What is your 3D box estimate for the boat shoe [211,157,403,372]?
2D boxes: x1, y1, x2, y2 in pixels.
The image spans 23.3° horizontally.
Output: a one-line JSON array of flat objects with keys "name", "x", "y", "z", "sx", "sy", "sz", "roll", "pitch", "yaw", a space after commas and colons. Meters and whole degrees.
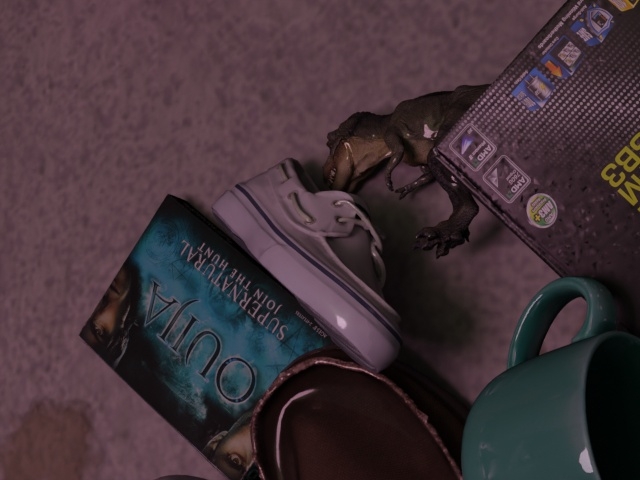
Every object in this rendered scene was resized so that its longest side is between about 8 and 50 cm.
[{"name": "boat shoe", "x": 0.000, "y": 0.000, "z": 0.967, "sx": 0.076, "sy": 0.083, "sz": 0.226, "roll": -44, "pitch": 36, "yaw": -3}]

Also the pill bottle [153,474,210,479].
[{"name": "pill bottle", "x": -0.135, "y": 0.310, "z": 0.947, "sx": 0.318, "sy": 0.176, "sz": 0.176, "roll": -48, "pitch": 57, "yaw": 13}]

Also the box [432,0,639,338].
[{"name": "box", "x": 0.193, "y": -0.056, "z": 0.878, "sx": 0.184, "sy": 0.045, "sz": 0.191, "roll": 46, "pitch": 103, "yaw": 12}]

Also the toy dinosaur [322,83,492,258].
[{"name": "toy dinosaur", "x": 0.108, "y": -0.054, "z": 0.963, "sx": 0.268, "sy": 0.064, "sz": 0.118, "roll": -16, "pitch": 62, "yaw": 25}]

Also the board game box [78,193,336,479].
[{"name": "board game box", "x": -0.076, "y": 0.068, "z": 1.068, "sx": 0.186, "sy": 0.026, "sz": 0.126, "roll": 38, "pitch": 98, "yaw": 34}]

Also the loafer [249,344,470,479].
[{"name": "loafer", "x": 0.064, "y": 0.198, "z": 0.876, "sx": 0.134, "sy": 0.130, "sz": 0.366, "roll": -45, "pitch": 58, "yaw": 14}]

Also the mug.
[{"name": "mug", "x": 0.140, "y": 0.115, "z": 0.845, "sx": 0.097, "sy": 0.129, "sz": 0.158, "roll": -25, "pitch": 29, "yaw": 35}]
